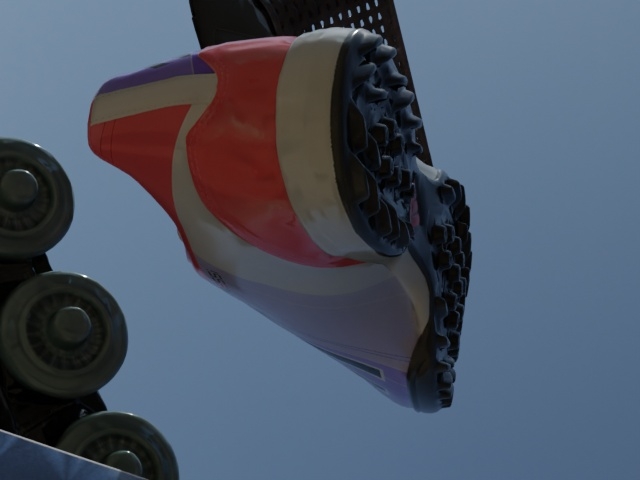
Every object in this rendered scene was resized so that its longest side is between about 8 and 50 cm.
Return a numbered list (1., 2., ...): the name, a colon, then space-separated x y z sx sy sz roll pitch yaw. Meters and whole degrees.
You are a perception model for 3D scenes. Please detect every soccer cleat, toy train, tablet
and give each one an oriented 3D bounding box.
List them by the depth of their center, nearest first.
1. tablet: -0.112 0.101 0.582 0.054 0.083 0.006 -60 161 -46
2. soccer cleat: 0.000 0.000 0.705 0.116 0.318 0.108 1 -112 16
3. toy train: -0.213 0.085 0.873 0.142 0.190 0.333 -38 -108 58

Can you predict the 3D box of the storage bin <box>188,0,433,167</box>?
1. storage bin: -0.005 -0.088 0.958 0.122 0.084 0.180 24 -47 58
